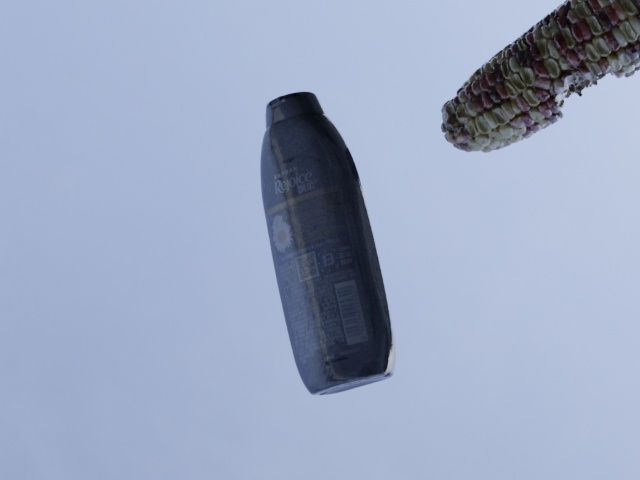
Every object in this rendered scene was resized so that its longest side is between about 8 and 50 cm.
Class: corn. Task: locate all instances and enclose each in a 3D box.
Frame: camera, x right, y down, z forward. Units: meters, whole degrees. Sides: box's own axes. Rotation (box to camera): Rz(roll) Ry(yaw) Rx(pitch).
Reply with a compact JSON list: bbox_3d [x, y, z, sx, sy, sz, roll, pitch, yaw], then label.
[{"bbox_3d":[0.240,-0.175,1.361,0.098,0.290,0.098,46,-161,-21],"label":"corn"}]

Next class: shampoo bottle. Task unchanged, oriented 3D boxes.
[{"bbox_3d":[0.000,0.000,1.130,0.049,0.087,0.234,8,-114,-57],"label":"shampoo bottle"}]
